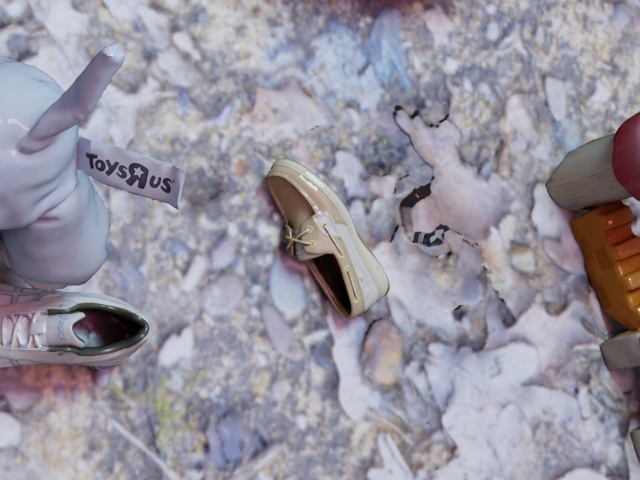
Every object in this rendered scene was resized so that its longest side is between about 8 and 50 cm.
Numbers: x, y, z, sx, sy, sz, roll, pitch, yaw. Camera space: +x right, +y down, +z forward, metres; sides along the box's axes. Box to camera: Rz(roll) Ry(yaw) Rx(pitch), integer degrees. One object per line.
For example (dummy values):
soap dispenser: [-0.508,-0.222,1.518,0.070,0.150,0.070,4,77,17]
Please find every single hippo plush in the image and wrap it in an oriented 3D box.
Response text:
hippo plush: [-0.257,0.002,1.252,0.236,0.294,0.234,-49,139,-24]

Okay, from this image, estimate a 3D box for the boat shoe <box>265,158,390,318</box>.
boat shoe: [0.000,0.000,1.510,0.045,0.050,0.135,-45,104,-32]

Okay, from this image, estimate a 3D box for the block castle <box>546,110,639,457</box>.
block castle: [0.407,0.080,1.624,0.303,0.213,0.453,-19,91,-29]

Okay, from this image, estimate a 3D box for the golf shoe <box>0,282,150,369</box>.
golf shoe: [-0.201,0.057,1.374,0.176,0.086,0.069,-2,85,-27]
